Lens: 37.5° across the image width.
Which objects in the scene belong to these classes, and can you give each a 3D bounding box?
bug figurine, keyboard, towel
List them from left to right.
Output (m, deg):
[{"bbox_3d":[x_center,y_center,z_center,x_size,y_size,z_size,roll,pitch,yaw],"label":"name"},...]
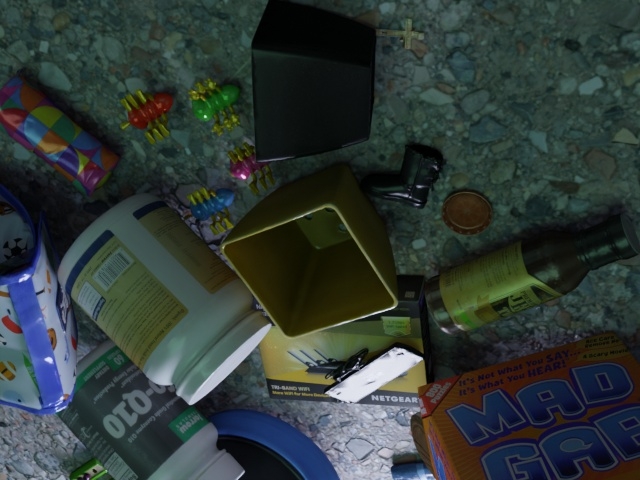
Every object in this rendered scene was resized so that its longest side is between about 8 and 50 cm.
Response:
[{"bbox_3d":[-0.191,-0.153,1.550,0.216,0.072,0.279,-20,114,25],"label":"bug figurine"},{"bbox_3d":[0.084,0.221,1.657,0.100,0.038,0.192,28,129,-33],"label":"keyboard"},{"bbox_3d":[0.203,0.472,1.887,0.119,0.029,0.067,-13,118,23],"label":"towel"}]

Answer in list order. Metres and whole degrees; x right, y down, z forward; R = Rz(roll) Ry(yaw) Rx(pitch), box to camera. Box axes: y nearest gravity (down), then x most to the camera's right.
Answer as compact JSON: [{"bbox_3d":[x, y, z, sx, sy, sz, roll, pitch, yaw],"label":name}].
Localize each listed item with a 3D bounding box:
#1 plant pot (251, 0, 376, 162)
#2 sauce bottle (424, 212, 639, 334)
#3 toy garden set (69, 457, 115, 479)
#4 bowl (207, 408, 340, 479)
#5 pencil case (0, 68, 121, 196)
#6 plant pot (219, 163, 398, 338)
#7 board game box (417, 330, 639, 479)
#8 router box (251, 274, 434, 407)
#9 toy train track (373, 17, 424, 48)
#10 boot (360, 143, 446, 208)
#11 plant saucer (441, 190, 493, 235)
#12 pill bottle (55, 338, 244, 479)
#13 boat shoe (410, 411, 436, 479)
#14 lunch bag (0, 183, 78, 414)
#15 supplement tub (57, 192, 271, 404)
[{"bbox_3d":[-0.004,-0.233,1.383,0.167,0.188,0.187,3,124,6],"label":"plant pot"},{"bbox_3d":[0.336,0.051,1.515,0.344,0.111,0.111,-25,113,30],"label":"sauce bottle"},{"bbox_3d":[-0.425,0.578,2.123,0.204,0.049,0.244,-36,108,32],"label":"toy garden set"},{"bbox_3d":[-0.136,0.537,1.935,0.391,0.077,0.391,9,113,22],"label":"bowl"},{"bbox_3d":[-0.453,-0.179,1.595,0.236,0.104,0.104,41,124,-11],"label":"pencil case"},{"bbox_3d":[0.000,0.000,1.523,0.212,0.187,0.212,-20,119,26],"label":"plant pot"},{"bbox_3d":[0.398,0.429,1.533,0.356,0.356,0.356,-16,121,-3],"label":"board game box"},{"bbox_3d":[0.043,0.180,1.703,0.309,0.081,0.243,0,123,16],"label":"router box"},{"bbox_3d":[0.112,-0.305,1.397,0.083,0.014,0.048,7,124,12],"label":"toy train track"},{"bbox_3d":[0.133,-0.109,1.506,0.121,0.045,0.099,17,126,0],"label":"boot"},{"bbox_3d":[0.239,-0.046,1.537,0.083,0.013,0.083,7,124,10],"label":"plant saucer"},{"bbox_3d":[-0.329,0.371,1.806,0.361,0.204,0.204,45,125,6],"label":"pill bottle"},{"bbox_3d":[0.284,0.433,1.798,0.123,0.123,0.342,-36,114,-10],"label":"boat shoe"},{"bbox_3d":[-0.569,0.089,1.643,0.385,0.239,0.328,33,139,39],"label":"lunch bag"},{"bbox_3d":[-0.260,0.099,1.597,0.316,0.228,0.228,45,125,8],"label":"supplement tub"}]
